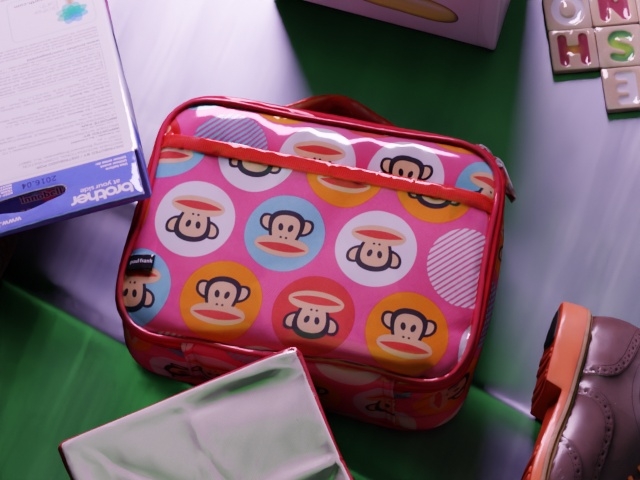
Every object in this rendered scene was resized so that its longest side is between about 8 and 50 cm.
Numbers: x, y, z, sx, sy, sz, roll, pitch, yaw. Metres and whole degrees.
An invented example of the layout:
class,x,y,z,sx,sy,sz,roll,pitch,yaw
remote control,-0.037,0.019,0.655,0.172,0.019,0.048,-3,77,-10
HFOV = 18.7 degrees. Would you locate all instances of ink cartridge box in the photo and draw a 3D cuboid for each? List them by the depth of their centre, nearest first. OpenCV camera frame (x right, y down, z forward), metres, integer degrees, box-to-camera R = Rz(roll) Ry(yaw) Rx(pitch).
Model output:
class,x,y,z,sx,sy,sz,roll,pitch,yaw
ink cartridge box,-0.242,-0.098,1.552,0.185,0.065,0.311,-15,43,-3

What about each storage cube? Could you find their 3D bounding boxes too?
class,x,y,z,sx,sy,sz,roll,pitch,yaw
storage cube,-0.061,0.214,1.418,0.215,0.193,0.184,-22,70,-6

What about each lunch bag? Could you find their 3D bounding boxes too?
class,x,y,z,sx,sy,sz,roll,pitch,yaw
lunch bag,0.000,0.000,1.546,0.293,0.120,0.258,10,65,6

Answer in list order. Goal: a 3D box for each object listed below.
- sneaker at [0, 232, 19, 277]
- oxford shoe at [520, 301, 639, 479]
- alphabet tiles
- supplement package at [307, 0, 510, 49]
class,x,y,z,sx,sy,sz,roll,pitch,yaw
sneaker,-0.354,0.075,1.538,0.123,0.106,0.290,18,62,17
oxford shoe,0.202,0.180,1.479,0.098,0.097,0.271,14,70,1
alphabet tiles,0.310,-0.206,1.670,0.237,0.009,0.198,-5,69,-1
supplement package,0.071,-0.284,1.607,0.203,0.194,0.149,15,71,8
